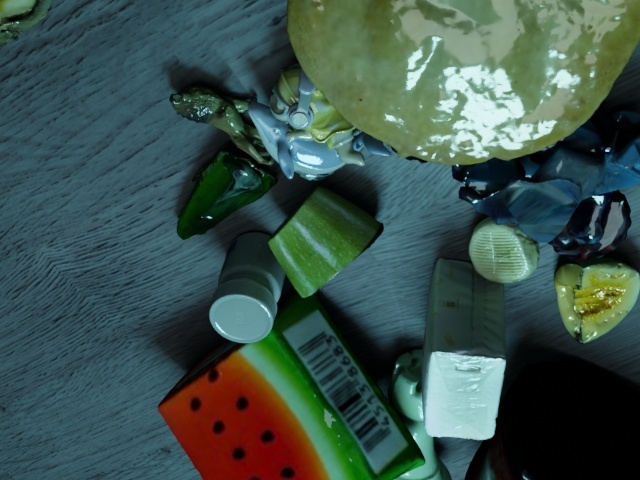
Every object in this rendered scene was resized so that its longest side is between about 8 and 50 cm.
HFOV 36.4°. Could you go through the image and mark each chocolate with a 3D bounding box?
[{"bbox_3d":[-0.063,0.319,1.656,0.341,0.161,0.360,-37,85,29],"label":"chocolate"},{"bbox_3d":[0.395,0.432,1.645,0.383,0.384,0.331,24,128,-10],"label":"chocolate"}]

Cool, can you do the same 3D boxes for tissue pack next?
[{"bbox_3d":[0.226,0.171,1.547,0.124,0.225,0.185,6,127,4],"label":"tissue pack"}]

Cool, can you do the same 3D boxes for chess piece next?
[{"bbox_3d":[0.163,0.346,1.731,0.194,0.195,0.299,11,119,0],"label":"chess piece"}]

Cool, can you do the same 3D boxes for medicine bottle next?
[{"bbox_3d":[-0.113,0.072,1.558,0.105,0.168,0.105,4,127,5],"label":"medicine bottle"}]

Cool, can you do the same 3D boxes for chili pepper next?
[{"bbox_3d":[-0.154,-0.065,1.527,0.108,0.062,0.216,30,132,-25],"label":"chili pepper"}]

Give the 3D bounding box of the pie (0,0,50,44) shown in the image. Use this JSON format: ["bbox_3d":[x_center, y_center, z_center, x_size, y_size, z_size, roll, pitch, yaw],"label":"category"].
[{"bbox_3d":[-0.514,-0.396,1.321,0.338,0.077,0.339,6,130,8],"label":"pie"}]

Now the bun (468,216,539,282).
[{"bbox_3d":[0.287,0.010,1.514,0.115,0.069,0.115,12,120,22],"label":"bun"}]

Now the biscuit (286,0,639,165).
[{"bbox_3d":[0.157,-0.286,1.127,0.429,0.104,0.446,20,125,0],"label":"biscuit"}]

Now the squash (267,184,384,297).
[{"bbox_3d":[0.000,0.000,1.501,0.123,0.170,0.170,43,123,-6],"label":"squash"}]

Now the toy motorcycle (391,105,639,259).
[{"bbox_3d":[0.293,-0.137,1.347,0.416,0.172,0.232,30,119,-14],"label":"toy motorcycle"}]

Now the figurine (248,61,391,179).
[{"bbox_3d":[0.000,-0.169,1.391,0.208,0.128,0.184,6,126,-7],"label":"figurine"}]

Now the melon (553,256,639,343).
[{"bbox_3d":[0.437,0.076,1.545,0.128,0.079,0.160,-13,125,-4],"label":"melon"}]

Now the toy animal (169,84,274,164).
[{"bbox_3d":[-0.116,-0.172,1.442,0.219,0.069,0.086,35,142,-13],"label":"toy animal"}]
